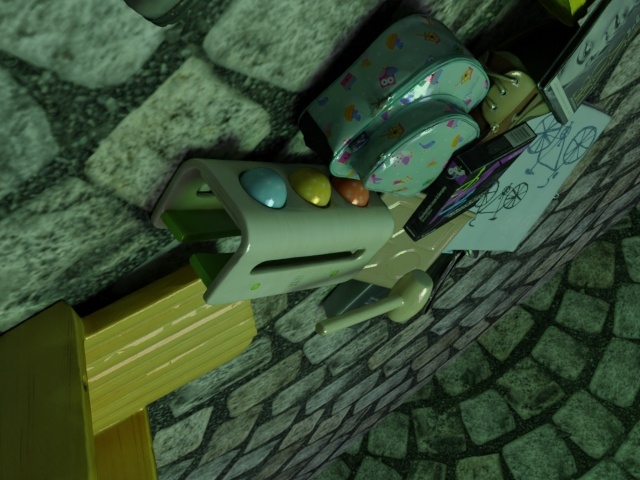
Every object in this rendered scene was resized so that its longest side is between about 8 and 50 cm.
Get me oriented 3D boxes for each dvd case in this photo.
[{"bbox_3d":[0.364,-0.260,0.904,0.221,0.018,0.164,-53,155,11],"label":"dvd case"}]

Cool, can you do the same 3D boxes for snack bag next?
[{"bbox_3d":[0.365,-0.112,1.292,0.323,0.037,0.343,1,127,-49],"label":"snack bag"}]

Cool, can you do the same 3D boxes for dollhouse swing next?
[{"bbox_3d":[-0.205,0.237,0.882,0.304,0.315,0.347,-13,152,-8],"label":"dollhouse swing"}]

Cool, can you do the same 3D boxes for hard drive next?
[{"bbox_3d":[0.124,0.064,1.329,0.254,0.054,0.172,-43,157,10],"label":"hard drive"}]

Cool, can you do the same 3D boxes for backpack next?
[{"bbox_3d":[0.093,-0.144,0.781,0.188,0.144,0.166,-50,151,20],"label":"backpack"}]

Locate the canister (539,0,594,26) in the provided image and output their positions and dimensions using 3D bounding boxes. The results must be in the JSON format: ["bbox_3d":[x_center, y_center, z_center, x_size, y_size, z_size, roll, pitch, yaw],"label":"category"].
[{"bbox_3d":[0.334,-0.354,0.840,0.170,0.073,0.126,-45,157,11],"label":"canister"}]

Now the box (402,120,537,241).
[{"bbox_3d":[0.175,-0.067,0.849,0.116,0.029,0.162,-29,165,-28],"label":"box"}]

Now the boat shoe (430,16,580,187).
[{"bbox_3d":[0.223,-0.196,0.930,0.324,0.122,0.120,-38,154,-23],"label":"boat shoe"}]

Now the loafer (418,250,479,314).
[{"bbox_3d":[0.276,0.026,1.432,0.302,0.095,0.109,-47,156,18],"label":"loafer"}]

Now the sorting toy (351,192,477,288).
[{"bbox_3d":[0.127,-0.003,1.169,0.193,0.038,0.208,16,127,-36],"label":"sorting toy"}]

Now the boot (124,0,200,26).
[{"bbox_3d":[-0.103,-0.250,0.389,0.161,0.083,0.246,1,130,-47],"label":"boot"}]

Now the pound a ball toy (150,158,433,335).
[{"bbox_3d":[0.000,0.000,0.822,0.319,0.208,0.136,-5,140,-52],"label":"pound a ball toy"}]
